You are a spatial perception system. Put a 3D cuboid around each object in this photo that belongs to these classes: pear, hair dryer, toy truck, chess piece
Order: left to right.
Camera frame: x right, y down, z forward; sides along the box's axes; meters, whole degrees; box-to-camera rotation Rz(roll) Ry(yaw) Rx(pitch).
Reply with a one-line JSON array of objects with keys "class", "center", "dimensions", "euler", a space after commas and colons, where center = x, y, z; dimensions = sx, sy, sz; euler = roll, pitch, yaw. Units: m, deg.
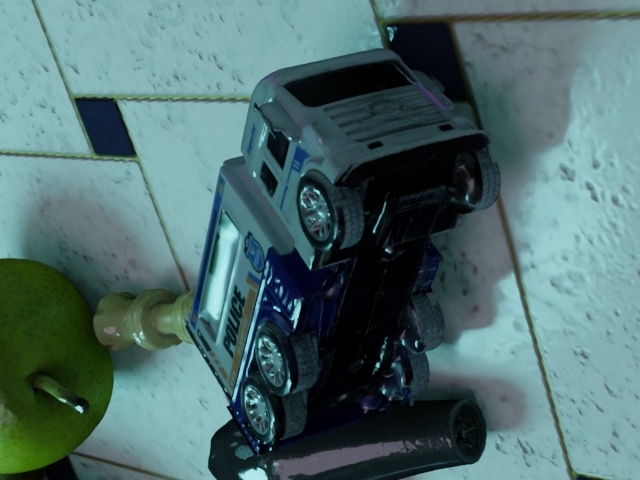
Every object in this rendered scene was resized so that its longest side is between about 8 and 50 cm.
[{"class": "pear", "center": [-0.249, 0.106, 1.249], "dimensions": [0.216, 0.166, 0.180], "euler": [8, 110, 62]}, {"class": "chess piece", "center": [-0.124, 0.062, 1.193], "dimensions": [0.172, 0.060, 0.060], "euler": [-6, 115, 49]}, {"class": "toy truck", "center": [0.000, 0.000, 0.955], "dimensions": [0.155, 0.124, 0.268], "euler": [54, 145, 33]}, {"class": "hair dryer", "center": [0.063, 0.216, 1.137], "dimensions": [0.235, 0.091, 0.271], "euler": [-12, 123, 38]}]

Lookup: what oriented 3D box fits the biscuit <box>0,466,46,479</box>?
[{"class": "biscuit", "center": [-0.356, 0.181, 1.522], "dimensions": [0.260, 0.041, 0.203], "euler": [-16, 108, 51]}]
